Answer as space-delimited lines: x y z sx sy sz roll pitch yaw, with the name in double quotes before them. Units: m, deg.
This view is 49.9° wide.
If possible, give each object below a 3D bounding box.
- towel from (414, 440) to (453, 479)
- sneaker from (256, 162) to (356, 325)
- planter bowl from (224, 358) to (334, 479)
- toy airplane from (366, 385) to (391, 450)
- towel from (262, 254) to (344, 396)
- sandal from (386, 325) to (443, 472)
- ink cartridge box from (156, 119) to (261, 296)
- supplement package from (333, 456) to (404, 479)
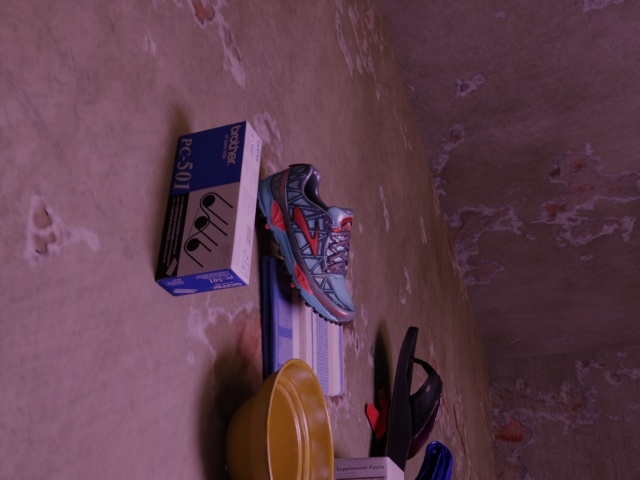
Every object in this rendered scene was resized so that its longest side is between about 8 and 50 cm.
"towel" 0.214 0.591 1.380 0.228 0.076 0.308 -35 132 -63
"sneaker" 0.000 0.000 1.037 0.261 0.125 0.104 63 16 8
"planter bowl" -0.060 0.263 0.869 0.217 0.090 0.217 -10 90 -71
"toy airplane" 0.133 0.379 1.476 0.151 0.028 0.151 -8 90 -73
"towel" -0.025 0.148 1.127 0.285 0.034 0.209 31 54 -64
"sandal" 0.204 0.391 1.483 0.167 0.107 0.445 85 13 -49
"ink cartridge box" -0.128 -0.040 0.815 0.046 0.097 0.207 54 32 -53
"supplement package" 0.080 0.467 1.156 0.105 0.105 0.179 55 31 -50
